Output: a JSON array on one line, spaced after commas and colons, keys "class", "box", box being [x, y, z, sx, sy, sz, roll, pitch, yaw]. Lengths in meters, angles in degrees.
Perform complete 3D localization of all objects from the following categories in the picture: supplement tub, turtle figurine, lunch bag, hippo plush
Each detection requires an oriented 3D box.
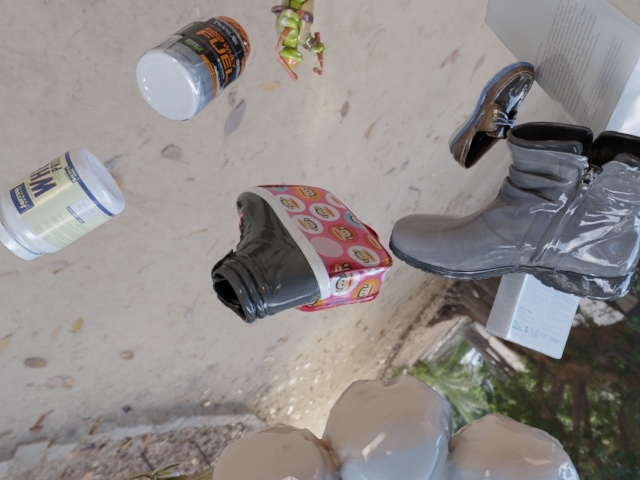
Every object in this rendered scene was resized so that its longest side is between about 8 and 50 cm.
[{"class": "supplement tub", "box": [-0.197, -0.286, 0.841, 0.117, 0.117, 0.190, 110, 7, -47]}, {"class": "turtle figurine", "box": [-0.031, -0.372, 0.846, 0.269, 0.087, 0.217, -38, 145, -72]}, {"class": "lunch bag", "box": [0.000, 0.000, 1.035, 0.258, 0.293, 0.120, -6, 131, -34]}, {"class": "supplement tub", "box": [-0.796, -0.109, 1.579, 0.325, 0.235, 0.235, -33, 159, -5]}, {"class": "hippo plush", "box": [0.069, 0.226, 0.369, 0.234, 0.294, 0.236, -59, 169, -10]}]

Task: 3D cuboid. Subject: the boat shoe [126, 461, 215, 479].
[{"class": "boat shoe", "box": [-0.231, 0.307, 0.578, 0.285, 0.089, 0.104, -8, 149, -39]}]

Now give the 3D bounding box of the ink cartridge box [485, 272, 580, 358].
[{"class": "ink cartridge box", "box": [0.382, 0.075, 0.882, 0.223, 0.045, 0.224, 24, 86, -41]}]

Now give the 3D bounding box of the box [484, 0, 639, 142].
[{"class": "box", "box": [0.413, -0.317, 0.727, 0.215, 0.345, 0.168, -12, 142, -6]}]

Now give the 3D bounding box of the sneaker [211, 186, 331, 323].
[{"class": "sneaker", "box": [-0.114, 0.013, 0.807, 0.147, 0.296, 0.104, -22, 130, -18]}]

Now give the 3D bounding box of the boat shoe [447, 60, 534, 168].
[{"class": "boat shoe", "box": [0.270, -0.185, 0.800, 0.066, 0.066, 0.183, 7, 138, -21]}]

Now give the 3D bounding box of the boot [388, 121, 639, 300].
[{"class": "boot", "box": [0.247, -0.054, 0.680, 0.118, 0.338, 0.222, -62, 148, -42]}]
